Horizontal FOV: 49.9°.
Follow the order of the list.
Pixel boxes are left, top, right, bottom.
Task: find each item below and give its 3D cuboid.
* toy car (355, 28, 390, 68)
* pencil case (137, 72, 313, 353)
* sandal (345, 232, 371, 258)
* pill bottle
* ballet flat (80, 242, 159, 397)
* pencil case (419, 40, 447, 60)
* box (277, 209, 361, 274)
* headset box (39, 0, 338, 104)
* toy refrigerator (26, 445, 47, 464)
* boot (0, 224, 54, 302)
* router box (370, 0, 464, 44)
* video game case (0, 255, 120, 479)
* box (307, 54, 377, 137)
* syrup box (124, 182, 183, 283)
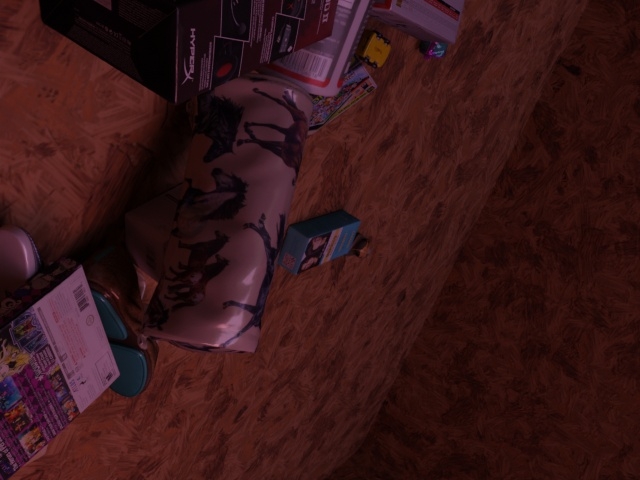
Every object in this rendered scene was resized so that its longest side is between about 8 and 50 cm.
[{"bbox_3d":[0.045,-0.365,1.253,0.225,0.053,0.239,-49,155,-20],"label":"toy car"},{"bbox_3d":[-0.139,-0.031,0.981,0.160,0.184,0.410,40,62,-77],"label":"pencil case"},{"bbox_3d":[0.115,0.024,1.907,0.072,0.049,0.180,-59,158,4],"label":"sandal"},{"bbox_3d":[0.002,-0.372,1.011,0.161,0.161,0.283,-17,134,-58],"label":"pill bottle"},{"bbox_3d":[-0.315,0.126,1.107,0.342,0.116,0.124,89,18,-50],"label":"ballet flat"},{"bbox_3d":[0.264,-0.484,1.532,0.070,0.064,0.151,-59,164,-44],"label":"pencil case"},{"bbox_3d":[0.000,0.000,1.624,0.244,0.060,0.100,-20,137,-56],"label":"box"},{"bbox_3d":[-0.128,-0.290,0.775,0.293,0.218,0.110,-38,152,-40],"label":"headset box"},{"bbox_3d":[-0.505,0.291,0.912,0.269,0.102,0.094,-23,140,-55],"label":"toy refrigerator"},{"bbox_3d":[-0.382,0.043,0.907,0.086,0.069,0.190,-52,164,-51],"label":"boot"},{"bbox_3d":[0.181,-0.522,1.194,0.335,0.082,0.301,-9,113,-61],"label":"router box"},{"bbox_3d":[-0.369,0.167,0.886,0.210,0.042,0.232,-46,148,-37],"label":"video game case"},{"bbox_3d":[-0.006,-0.244,1.218,0.207,0.036,0.114,-35,160,11],"label":"box"},{"bbox_3d":[-0.198,-0.035,1.125,0.237,0.096,0.093,-35,148,-41],"label":"syrup box"}]
